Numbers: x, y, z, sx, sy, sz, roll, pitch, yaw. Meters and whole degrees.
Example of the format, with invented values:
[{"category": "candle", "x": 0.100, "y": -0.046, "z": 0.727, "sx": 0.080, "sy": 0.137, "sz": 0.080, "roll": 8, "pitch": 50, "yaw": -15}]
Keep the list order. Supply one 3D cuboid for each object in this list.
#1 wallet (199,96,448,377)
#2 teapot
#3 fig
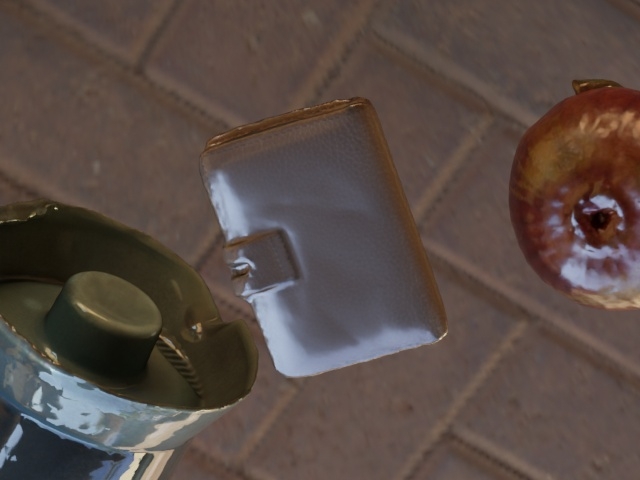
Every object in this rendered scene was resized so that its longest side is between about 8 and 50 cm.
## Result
[{"category": "wallet", "x": 0.000, "y": 0.000, "z": 1.110, "sx": 0.118, "sy": 0.039, "sz": 0.152, "roll": -14, "pitch": 109, "yaw": 15}, {"category": "teapot", "x": -0.144, "y": 0.108, "z": 0.807, "sx": 0.203, "sy": 0.171, "sz": 0.225, "roll": 6, "pitch": 123, "yaw": -44}, {"category": "fig", "x": 0.259, "y": -0.044, "z": 1.640, "sx": 0.205, "sy": 0.205, "sz": 0.205, "roll": -3, "pitch": 114, "yaw": -6}]
